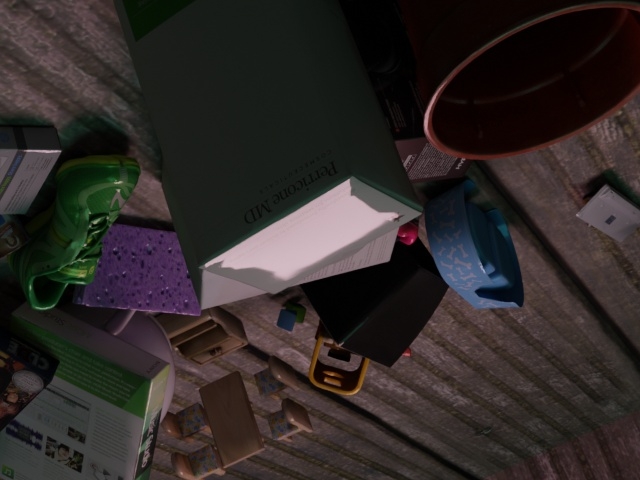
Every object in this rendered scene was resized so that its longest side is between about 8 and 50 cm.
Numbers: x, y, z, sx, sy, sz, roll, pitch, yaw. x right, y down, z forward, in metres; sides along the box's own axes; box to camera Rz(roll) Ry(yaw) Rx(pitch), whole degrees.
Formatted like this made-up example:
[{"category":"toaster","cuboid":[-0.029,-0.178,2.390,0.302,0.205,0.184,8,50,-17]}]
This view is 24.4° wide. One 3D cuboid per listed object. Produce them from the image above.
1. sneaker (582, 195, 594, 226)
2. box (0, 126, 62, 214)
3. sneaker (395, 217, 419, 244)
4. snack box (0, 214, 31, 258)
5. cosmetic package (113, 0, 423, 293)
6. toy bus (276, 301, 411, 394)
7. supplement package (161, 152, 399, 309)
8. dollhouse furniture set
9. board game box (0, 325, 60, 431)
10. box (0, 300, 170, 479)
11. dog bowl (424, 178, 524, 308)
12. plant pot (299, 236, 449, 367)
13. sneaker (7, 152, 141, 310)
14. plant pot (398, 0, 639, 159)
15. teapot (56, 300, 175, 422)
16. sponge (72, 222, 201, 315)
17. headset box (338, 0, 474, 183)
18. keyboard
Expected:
[{"category":"sneaker","cuboid":[0.459,-0.050,2.483,0.037,0.032,0.083,-23,157,-3]},{"category":"box","cuboid":[-0.423,-0.083,1.781,0.186,0.038,0.145,0,148,-33]},{"category":"sneaker","cuboid":[0.000,0.000,2.161,0.299,0.112,0.121,-27,154,16]},{"category":"snack box","cuboid":[-0.462,0.015,1.918,0.178,0.064,0.022,-29,-169,18]},{"category":"cosmetic package","cuboid":[-0.062,-0.154,1.518,0.197,0.365,0.155,-31,152,21]},{"category":"toy bus","cuboid":[0.033,0.184,2.432,0.202,0.191,0.104,6,106,-43]},{"category":"supplement package","cuboid":[-0.052,-0.067,1.889,0.263,0.198,0.199,-14,155,-13]},{"category":"dollhouse furniture set","cuboid":[-0.165,0.232,2.348,0.212,0.242,0.161,-26,154,13]},{"category":"board game box","cuboid":[-0.504,0.157,2.039,0.243,0.042,0.165,34,130,-17]},{"category":"box","cuboid":[-0.346,0.259,2.123,0.058,0.232,0.322,-47,157,-51]},{"category":"dog bowl","cuboid":[0.241,0.016,2.319,0.074,0.166,0.297,-17,157,19]},{"category":"plant pot","cuboid":[0.085,0.059,2.276,0.167,0.187,0.188,-40,150,12]},{"category":"sneaker","cuboid":[-0.306,-0.009,1.909,0.109,0.123,0.295,1,147,-36]},{"category":"plant pot","cuboid":[0.196,-0.272,1.586,0.272,0.265,0.272,-16,155,-8]},{"category":"teapot","cuboid":[-0.309,0.176,2.208,0.256,0.252,0.187,-7,-156,32]},{"category":"sponge","cuboid":[-0.245,0.040,2.067,0.210,0.117,0.031,9,180,-44]},{"category":"headset box","cuboid":[0.020,-0.172,1.712,0.293,0.218,0.110,-9,152,-24]},{"category":"keyboard","cuboid":[0.496,-0.043,2.503,0.072,0.014,0.256,-41,154,15]}]
